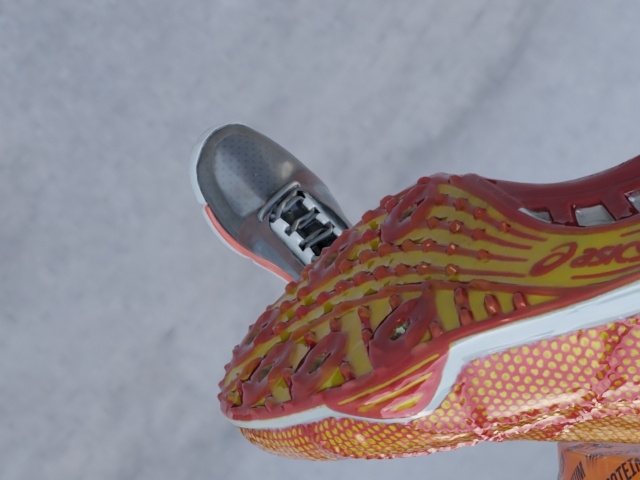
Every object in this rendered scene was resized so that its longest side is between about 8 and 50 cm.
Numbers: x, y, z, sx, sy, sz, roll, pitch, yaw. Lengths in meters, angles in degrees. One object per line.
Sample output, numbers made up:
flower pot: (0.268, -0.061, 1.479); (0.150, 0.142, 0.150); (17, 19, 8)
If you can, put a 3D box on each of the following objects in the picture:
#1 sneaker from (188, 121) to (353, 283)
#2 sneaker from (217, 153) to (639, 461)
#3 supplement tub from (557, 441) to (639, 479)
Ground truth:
sneaker: (0.000, 0.000, 0.997); (0.061, 0.158, 0.065); (-44, -174, -20)
sneaker: (0.055, 0.018, 0.352); (0.067, 0.175, 0.064); (52, 42, -28)
supplement tub: (0.229, 0.268, 1.103); (0.207, 0.207, 0.338); (-11, 96, -51)
